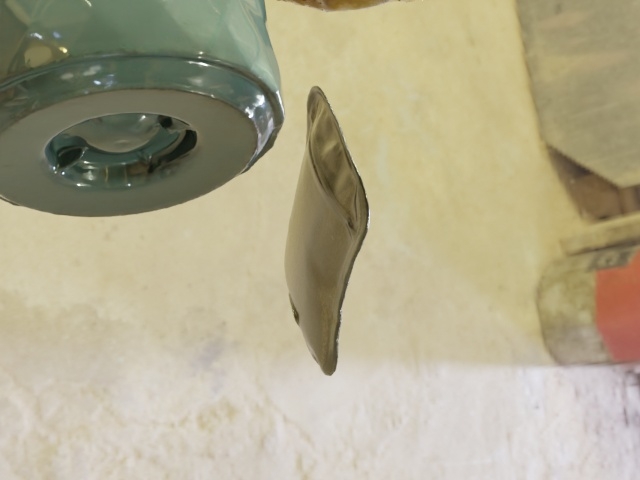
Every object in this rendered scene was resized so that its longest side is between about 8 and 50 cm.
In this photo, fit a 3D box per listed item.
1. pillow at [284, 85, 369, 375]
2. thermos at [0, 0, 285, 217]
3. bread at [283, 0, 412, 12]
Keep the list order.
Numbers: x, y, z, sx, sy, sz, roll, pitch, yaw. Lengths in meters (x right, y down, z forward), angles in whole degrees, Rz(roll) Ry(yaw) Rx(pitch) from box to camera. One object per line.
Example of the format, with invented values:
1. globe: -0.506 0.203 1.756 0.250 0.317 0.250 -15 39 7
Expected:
1. pillow: 0.001 0.000 0.839 0.033 0.217 0.130 -8 49 -17
2. thermos: -0.123 -0.162 0.529 0.182 0.145 0.286 -2 66 -26
3. bread: 0.058 -0.399 1.050 0.215 0.398 0.398 -6 83 -62
